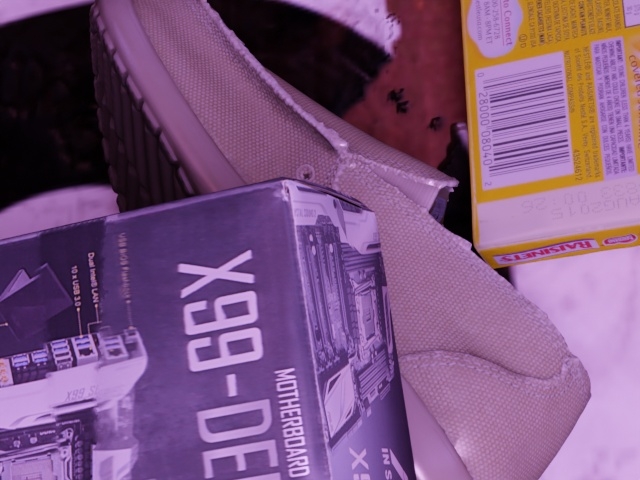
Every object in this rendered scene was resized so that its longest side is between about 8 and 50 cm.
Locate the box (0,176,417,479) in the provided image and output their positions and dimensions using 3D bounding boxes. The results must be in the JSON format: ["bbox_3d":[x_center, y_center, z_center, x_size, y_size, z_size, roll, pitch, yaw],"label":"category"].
[{"bbox_3d":[-0.085,0.156,0.519,0.242,0.076,0.307,-13,79,19],"label":"box"}]

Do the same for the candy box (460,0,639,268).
[{"bbox_3d":[0.105,-0.094,0.723,0.105,0.027,0.206,-8,65,16],"label":"candy box"}]

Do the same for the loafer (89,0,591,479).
[{"bbox_3d":[0.000,0.000,0.688,0.092,0.102,0.268,-23,58,-21],"label":"loafer"}]
